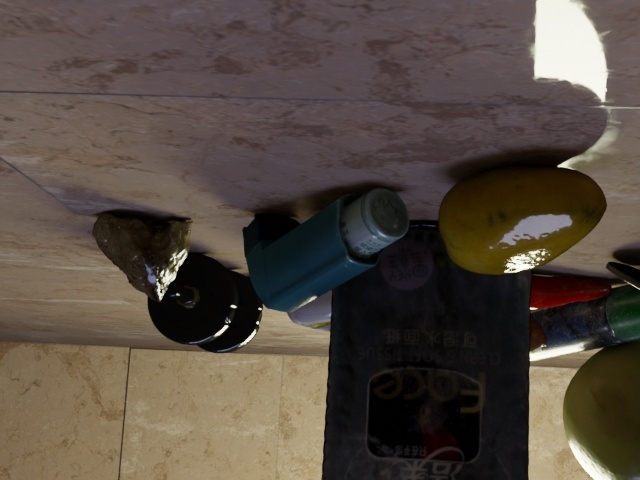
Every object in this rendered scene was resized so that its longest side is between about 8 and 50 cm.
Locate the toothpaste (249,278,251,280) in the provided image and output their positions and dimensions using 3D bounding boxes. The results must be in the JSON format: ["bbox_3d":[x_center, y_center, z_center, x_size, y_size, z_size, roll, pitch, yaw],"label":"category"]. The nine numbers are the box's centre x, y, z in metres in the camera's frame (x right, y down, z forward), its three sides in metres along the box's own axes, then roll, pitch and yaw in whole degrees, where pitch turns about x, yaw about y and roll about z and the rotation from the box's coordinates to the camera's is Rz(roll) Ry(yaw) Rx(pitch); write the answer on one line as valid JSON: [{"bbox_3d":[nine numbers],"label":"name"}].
[{"bbox_3d":[-0.081,0.081,1.825,0.062,0.039,0.239,19,164,-41],"label":"toothpaste"}]

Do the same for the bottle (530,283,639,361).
[{"bbox_3d":[0.453,0.133,1.735,0.093,0.093,0.330,9,162,-30],"label":"bottle"}]

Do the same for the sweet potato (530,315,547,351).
[{"bbox_3d":[0.198,0.117,1.781,0.385,0.109,0.109,12,173,23],"label":"sweet potato"}]

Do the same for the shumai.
[{"bbox_3d":[-0.235,0.014,1.406,0.123,0.139,0.105,29,-141,33],"label":"shumai"}]

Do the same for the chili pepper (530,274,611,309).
[{"bbox_3d":[0.330,0.077,1.636,0.272,0.064,0.071,4,-178,-21],"label":"chili pepper"}]

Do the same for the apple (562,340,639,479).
[{"bbox_3d":[0.556,0.301,1.742,0.291,0.254,0.292,-13,134,-13],"label":"apple"}]

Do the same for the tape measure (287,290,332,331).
[{"bbox_3d":[0.046,0.080,1.559,0.236,0.120,0.197,-9,170,31],"label":"tape measure"}]

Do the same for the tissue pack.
[{"bbox_3d":[0.134,0.162,1.326,0.259,0.362,0.122,3,169,3],"label":"tissue pack"}]

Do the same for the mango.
[{"bbox_3d":[0.200,-0.025,1.043,0.137,0.098,0.195,14,158,-35],"label":"mango"}]

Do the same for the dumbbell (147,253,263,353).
[{"bbox_3d":[-0.182,0.105,1.697,0.143,0.143,0.325,1,169,13],"label":"dumbbell"}]

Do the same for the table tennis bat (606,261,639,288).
[{"bbox_3d":[0.492,0.065,1.502,0.138,0.022,0.246,32,-166,31],"label":"table tennis bat"}]

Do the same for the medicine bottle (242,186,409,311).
[{"bbox_3d":[0.000,0.000,1.234,0.079,0.124,0.258,15,153,-32],"label":"medicine bottle"}]
